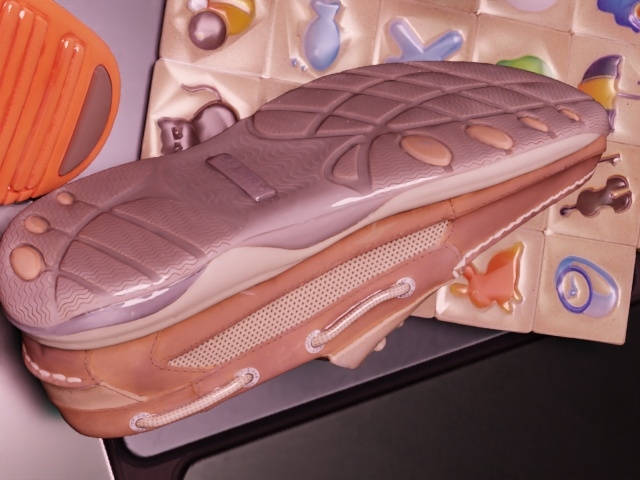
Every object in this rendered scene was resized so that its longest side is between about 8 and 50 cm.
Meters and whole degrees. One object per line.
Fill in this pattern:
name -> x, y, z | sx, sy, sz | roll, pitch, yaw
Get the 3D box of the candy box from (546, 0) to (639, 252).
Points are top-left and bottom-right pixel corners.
candy box -> 0.210, -0.044, 0.852 | 0.206, 0.027, 0.105 | 38, 80, -17

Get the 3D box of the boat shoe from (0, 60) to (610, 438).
boat shoe -> 0.000, 0.000, 0.712 | 0.324, 0.123, 0.116 | -19, 127, -20

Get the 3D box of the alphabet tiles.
alphabet tiles -> 0.081, -0.097, 0.790 | 0.343, 0.011, 0.285 | 9, 86, -15

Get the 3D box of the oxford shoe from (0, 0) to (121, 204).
oxford shoe -> -0.254, -0.102, 0.617 | 0.364, 0.133, 0.130 | 13, 107, -41
